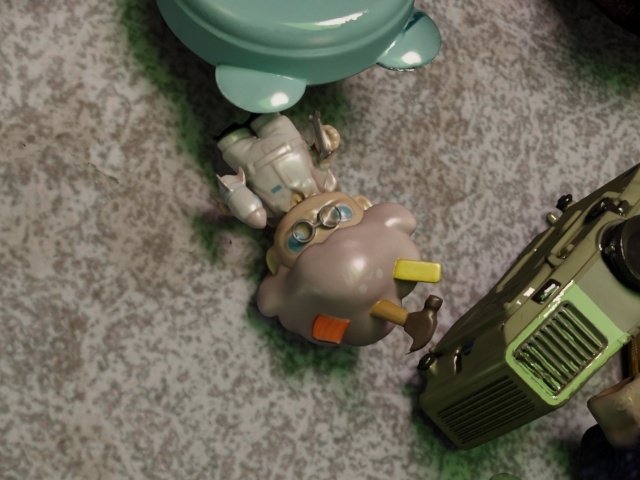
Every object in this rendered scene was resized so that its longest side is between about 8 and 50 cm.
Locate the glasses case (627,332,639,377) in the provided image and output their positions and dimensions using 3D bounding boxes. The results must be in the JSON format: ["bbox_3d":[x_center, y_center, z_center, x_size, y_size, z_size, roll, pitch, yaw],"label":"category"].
[{"bbox_3d":[0.308,0.056,1.470,0.079,0.064,0.234,22,60,-28],"label":"glasses case"}]

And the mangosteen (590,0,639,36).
[{"bbox_3d":[0.347,-0.317,1.501,0.297,0.293,0.297,0,88,-9],"label":"mangosteen"}]

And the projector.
[{"bbox_3d":[0.202,0.038,1.337,0.088,0.193,0.269,47,55,-4],"label":"projector"}]

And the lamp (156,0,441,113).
[{"bbox_3d":[-0.038,-0.236,1.338,0.209,0.147,0.284,-19,80,-22],"label":"lamp"}]

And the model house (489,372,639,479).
[{"bbox_3d":[0.275,0.243,1.275,0.298,0.243,0.284,-19,76,-45],"label":"model house"}]

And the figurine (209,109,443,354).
[{"bbox_3d":[0.000,0.000,1.296,0.137,0.112,0.229,-33,81,-7],"label":"figurine"}]
